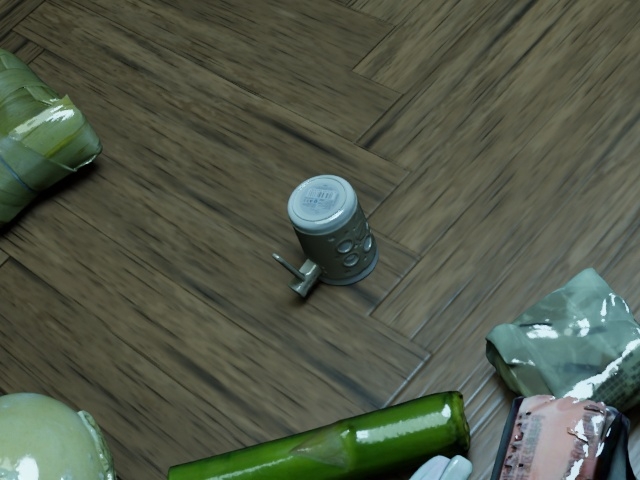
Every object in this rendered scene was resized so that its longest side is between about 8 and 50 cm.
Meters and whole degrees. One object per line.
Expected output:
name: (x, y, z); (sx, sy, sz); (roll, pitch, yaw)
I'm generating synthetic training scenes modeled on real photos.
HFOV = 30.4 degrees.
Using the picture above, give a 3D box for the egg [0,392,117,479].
egg: (-0.261, 0.230, 1.045); (0.164, 0.164, 0.201); (-18, 51, 5)

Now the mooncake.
mooncake: (0.224, 0.107, 1.027); (0.125, 0.073, 0.130); (-32, 48, -3)

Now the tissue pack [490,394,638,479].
tissue pack: (0.156, 0.295, 0.789); (0.123, 0.245, 0.332); (7, 55, 25)

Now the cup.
cup: (-0.002, -0.006, 1.178); (0.102, 0.099, 0.074); (-25, 48, -1)

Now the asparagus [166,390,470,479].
asparagus: (-0.002, 0.195, 1.044); (0.278, 0.067, 0.060); (-17, 76, 11)

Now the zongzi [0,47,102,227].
zongzi: (-0.408, -0.096, 1.401); (0.256, 0.115, 0.228); (-47, 47, -4)

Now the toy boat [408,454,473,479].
toy boat: (0.048, 0.301, 0.882); (0.100, 0.199, 0.290); (32, 73, 2)
